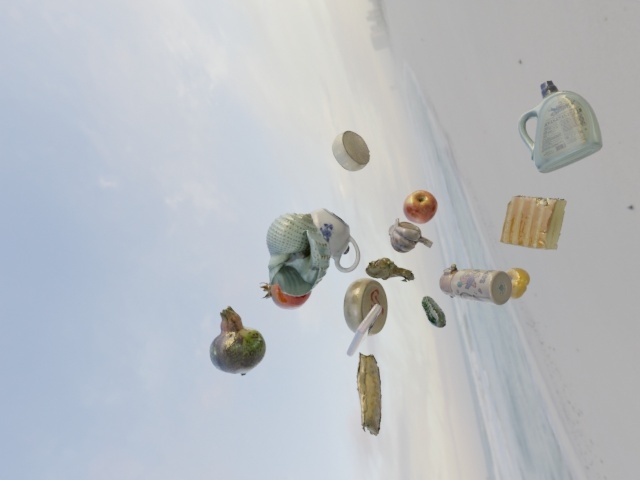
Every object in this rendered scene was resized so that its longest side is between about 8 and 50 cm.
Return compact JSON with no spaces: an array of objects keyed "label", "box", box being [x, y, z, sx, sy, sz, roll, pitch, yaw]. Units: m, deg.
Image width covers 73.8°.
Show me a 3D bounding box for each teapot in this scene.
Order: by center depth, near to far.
[{"label":"teapot","box":[0.000,0.000,2.003,0.424,0.279,0.252,35,-177,12]}]

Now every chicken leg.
[{"label":"chicken leg","box":[0.315,0.132,1.900,0.088,0.228,0.103,-66,-16,-74]}]

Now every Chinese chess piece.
[{"label":"Chinese chess piece","box":[0.089,-0.259,1.239,0.122,0.051,0.121,23,-127,-35]},{"label":"Chinese chess piece","box":[0.211,0.305,1.958,0.273,0.102,0.272,8,-100,-53]}]

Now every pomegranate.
[{"label":"pomegranate","box":[-0.358,0.422,1.782,0.276,0.222,0.204,60,144,20]},{"label":"pomegranate","box":[-0.167,0.226,2.067,0.221,0.257,0.220,176,90,-86]}]

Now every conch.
[{"label":"conch","box":[-0.078,0.051,1.696,0.215,0.303,0.318,-26,-39,-46]}]

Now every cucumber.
[{"label":"cucumber","box":[0.423,0.265,1.615,0.227,0.069,0.069,-97,-10,-72]}]

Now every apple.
[{"label":"apple","box":[0.474,-0.156,2.037,0.139,0.164,0.163,80,-173,-55]}]

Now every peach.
[{"label":"peach","box":[1.039,0.227,2.275,0.179,0.103,0.179,-158,90,-88]}]

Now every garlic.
[{"label":"garlic","box":[0.378,-0.001,1.782,0.194,0.131,0.127,25,-142,-16]}]

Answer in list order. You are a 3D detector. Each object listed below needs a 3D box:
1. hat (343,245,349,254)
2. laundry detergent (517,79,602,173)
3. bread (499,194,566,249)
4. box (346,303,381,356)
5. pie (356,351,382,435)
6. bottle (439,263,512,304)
[{"label":"hat","box":[0.104,0.031,2.112,0.042,0.058,0.087,0,-130,-52]},{"label":"laundry detergent","box":[0.752,-0.379,1.372,0.105,0.215,0.280,6,-116,-44]},{"label":"bread","box":[0.970,-0.087,1.944,0.111,0.239,0.245,7,-86,-31]},{"label":"box","box":[0.169,0.359,1.679,0.142,0.044,0.285,-49,-16,-31]},{"label":"pie","box":[0.167,0.516,1.444,0.128,0.069,0.282,53,-151,-36]},{"label":"bottle","box":[0.440,0.125,1.248,0.209,0.097,0.109,-1,109,60]}]
